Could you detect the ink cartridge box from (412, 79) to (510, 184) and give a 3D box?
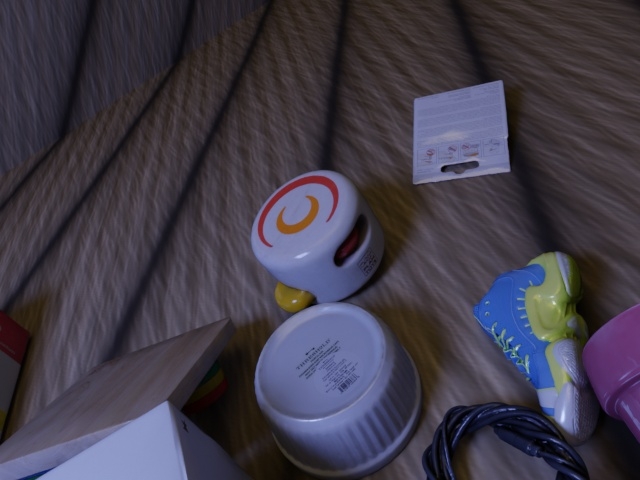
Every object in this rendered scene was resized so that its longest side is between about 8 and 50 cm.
[{"bbox_3d":[0.275,-0.202,0.959,0.180,0.056,0.225,-6,61,22],"label":"ink cartridge box"}]

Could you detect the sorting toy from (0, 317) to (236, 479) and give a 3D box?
[{"bbox_3d":[-0.248,0.227,0.644,0.255,0.090,0.257,-21,10,12],"label":"sorting toy"}]

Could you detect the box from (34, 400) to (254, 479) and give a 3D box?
[{"bbox_3d":[-0.226,0.351,0.456,0.345,0.215,0.168,-31,39,-6],"label":"box"}]

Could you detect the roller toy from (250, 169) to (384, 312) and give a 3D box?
[{"bbox_3d":[0.000,0.000,0.785,0.191,0.146,0.210,-23,44,17],"label":"roller toy"}]

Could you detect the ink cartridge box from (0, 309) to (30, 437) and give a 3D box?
[{"bbox_3d":[-0.685,0.302,0.796,0.279,0.161,0.385,-26,39,-1],"label":"ink cartridge box"}]

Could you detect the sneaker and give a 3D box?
[{"bbox_3d":[0.249,0.125,0.579,0.126,0.091,0.240,-19,36,38],"label":"sneaker"}]

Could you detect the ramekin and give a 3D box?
[{"bbox_3d":[0.016,0.174,0.610,0.206,0.109,0.207,-15,40,12],"label":"ramekin"}]

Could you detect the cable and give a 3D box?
[{"bbox_3d":[0.176,0.232,0.471,0.150,0.047,0.185,-44,33,19],"label":"cable"}]

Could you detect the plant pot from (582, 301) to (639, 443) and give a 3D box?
[{"bbox_3d":[0.352,0.151,0.397,0.201,0.201,0.180,-15,49,12],"label":"plant pot"}]
